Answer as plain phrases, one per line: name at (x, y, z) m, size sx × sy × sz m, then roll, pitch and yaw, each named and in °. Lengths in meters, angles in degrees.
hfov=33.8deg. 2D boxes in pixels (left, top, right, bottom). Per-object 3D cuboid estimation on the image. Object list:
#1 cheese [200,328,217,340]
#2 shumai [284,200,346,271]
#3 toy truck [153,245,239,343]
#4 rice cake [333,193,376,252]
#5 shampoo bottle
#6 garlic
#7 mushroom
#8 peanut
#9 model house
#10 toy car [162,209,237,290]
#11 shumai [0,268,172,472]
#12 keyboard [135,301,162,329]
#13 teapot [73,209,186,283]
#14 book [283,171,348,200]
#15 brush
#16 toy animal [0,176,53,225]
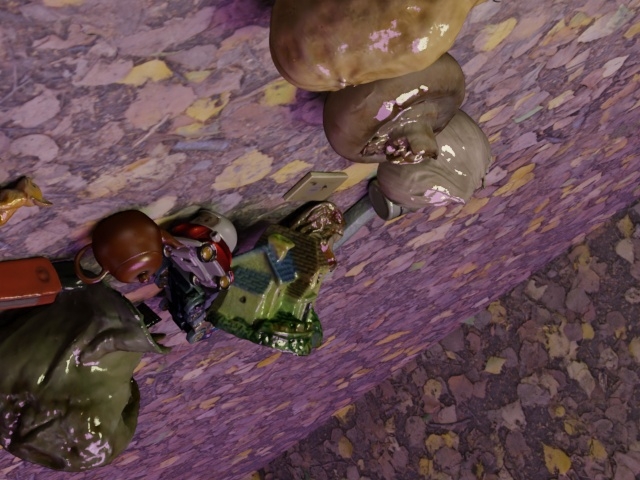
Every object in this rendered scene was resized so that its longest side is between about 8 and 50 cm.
cheese at (-0.227, 0.175, 2.261) m, size 0.095 × 0.038 × 0.145 m, roll -12°, pitch 154°, yaw -41°
shumai at (-0.003, 0.002, 2.006) m, size 0.146 × 0.116 × 0.145 m, roll -30°, pitch 165°, yaw -9°
toy truck at (-0.218, 0.082, 1.934) m, size 0.140 × 0.108 × 0.256 m, roll -37°, pitch 162°, yaw -20°
rice cake at (0.036, -0.012, 2.147) m, size 0.045 × 0.042 × 0.245 m, roll -1°, pitch 148°, yaw -49°
shampoo bottle at (0.224, -0.121, 2.064) m, size 0.262 × 0.085 × 0.085 m, roll -23°, pitch 161°, yaw -20°
garlic at (0.202, -0.160, 1.829) m, size 0.229 × 0.178 × 0.142 m, roll -38°, pitch 139°, yaw -39°
mushroom at (0.114, -0.193, 1.573) m, size 0.227 × 0.178 × 0.226 m, roll -18°, pitch 153°, yaw -9°
peanut at (0.109, -0.307, 1.243) m, size 0.387 × 0.192 × 0.169 m, roll -33°, pitch 154°, yaw 11°
model house at (-0.073, 0.080, 1.867) m, size 0.214 × 0.195 × 0.189 m, roll -7°, pitch 117°, yaw -70°
toy car at (-0.187, 0.009, 1.766) m, size 0.112 × 0.112 × 0.139 m, roll -59°, pitch 135°, yaw -27°
shumai at (-0.419, 0.175, 1.724) m, size 0.292 × 0.330 × 0.288 m, roll -65°, pitch 175°, yaw -53°
keyboard at (-0.390, 0.181, 1.945) m, size 0.198 × 0.064 × 0.010 m, roll -34°, pitch 142°, yaw -28°
teapot at (-0.299, 0.022, 1.642) m, size 0.173 × 0.116 × 0.116 m, roll -22°, pitch 160°, yaw -17°
book at (-0.007, -0.096, 1.904) m, size 0.077 × 0.014 × 0.111 m, roll -41°, pitch 158°, yaw 31°
brush at (-0.491, 0.071, 1.561) m, size 0.323 × 0.070 × 0.051 m, roll -5°, pitch 149°, yaw -45°
toy animal at (-0.405, -0.044, 1.400) m, size 0.083 × 0.060 × 0.081 m, roll -13°, pitch 116°, yaw -37°
